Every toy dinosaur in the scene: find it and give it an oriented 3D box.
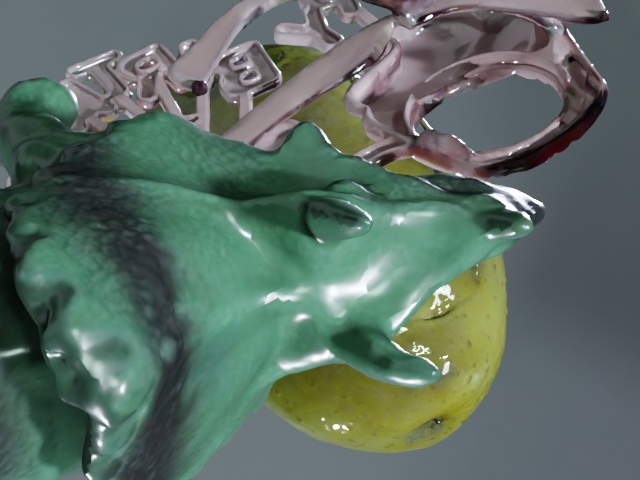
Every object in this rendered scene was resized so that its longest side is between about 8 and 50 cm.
[{"bbox_3d":[-0.096,0.023,0.390,0.120,0.292,0.079,-56,132,-66],"label":"toy dinosaur"}]

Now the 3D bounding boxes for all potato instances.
[{"bbox_3d":[0.000,0.000,0.974,0.169,0.248,0.143,-41,157,15],"label":"potato"}]

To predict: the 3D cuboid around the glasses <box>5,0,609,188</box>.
[{"bbox_3d":[-0.012,-0.070,0.689,0.255,0.162,0.095,-25,126,-20],"label":"glasses"}]
